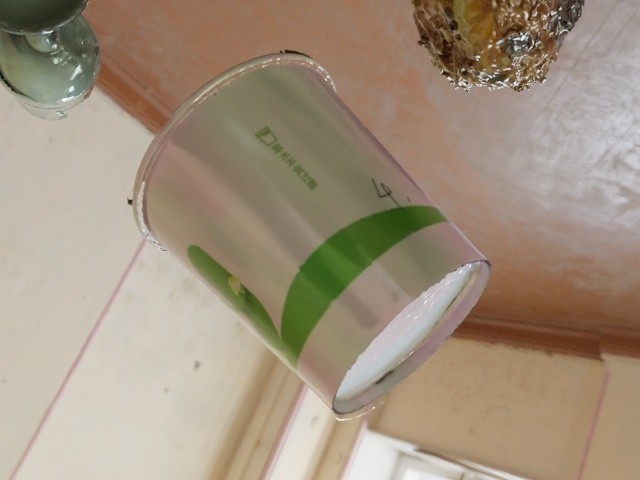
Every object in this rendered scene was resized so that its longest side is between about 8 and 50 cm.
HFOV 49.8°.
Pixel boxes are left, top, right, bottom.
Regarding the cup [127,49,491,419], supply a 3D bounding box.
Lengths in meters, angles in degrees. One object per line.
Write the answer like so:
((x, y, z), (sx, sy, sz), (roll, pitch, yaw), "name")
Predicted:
((0.000, 0.000, 0.649), (0.274, 0.253, 0.253), (45, 169, 24), "cup")

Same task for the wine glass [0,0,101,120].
((-0.193, -0.141, 0.475), (0.079, 0.079, 0.195), (28, 167, -12), "wine glass")

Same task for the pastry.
((0.330, -0.445, 1.284), (0.292, 0.338, 0.405), (7, -171, 32), "pastry")
